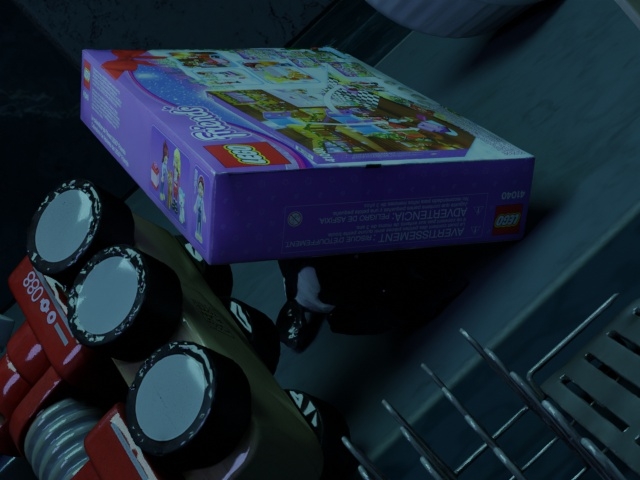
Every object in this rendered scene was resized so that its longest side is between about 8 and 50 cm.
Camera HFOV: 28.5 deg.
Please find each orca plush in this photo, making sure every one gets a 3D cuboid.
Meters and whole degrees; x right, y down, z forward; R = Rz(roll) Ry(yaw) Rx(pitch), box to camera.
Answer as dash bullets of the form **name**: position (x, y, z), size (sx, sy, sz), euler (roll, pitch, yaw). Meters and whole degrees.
- **orca plush**: position (0.000, 0.000, 0.878), size (0.151, 0.102, 0.287), euler (-41, 13, 10)

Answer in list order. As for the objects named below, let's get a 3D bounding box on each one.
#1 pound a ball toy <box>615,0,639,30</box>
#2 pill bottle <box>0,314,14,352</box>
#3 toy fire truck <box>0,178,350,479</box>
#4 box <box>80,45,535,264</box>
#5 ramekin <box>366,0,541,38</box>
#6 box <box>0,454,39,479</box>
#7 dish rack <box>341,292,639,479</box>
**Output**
- **pound a ball toy**: position (0.315, -0.266, 0.719), size (0.319, 0.136, 0.208), euler (-47, 13, -16)
- **pill bottle**: position (-0.332, 0.175, 1.006), size (0.146, 0.146, 0.264), euler (-179, 107, -72)
- **toy fire truck**: position (-0.147, 0.115, 0.680), size (0.246, 0.158, 0.217), euler (-48, 50, 10)
- **box**: position (-0.025, -0.068, 0.824), size (0.200, 0.057, 0.293), euler (-4, 22, -23)
- **ramekin**: position (0.124, -0.319, 1.219), size (0.273, 0.273, 0.127), euler (-52, 3, -35)
- **box**: position (-0.166, 0.153, 0.873), size (0.153, 0.108, 0.207), euler (-43, 12, -3)
- **dish rack**: position (0.050, 0.105, 0.453), size (0.271, 0.074, 0.208), euler (-43, 13, 0)
